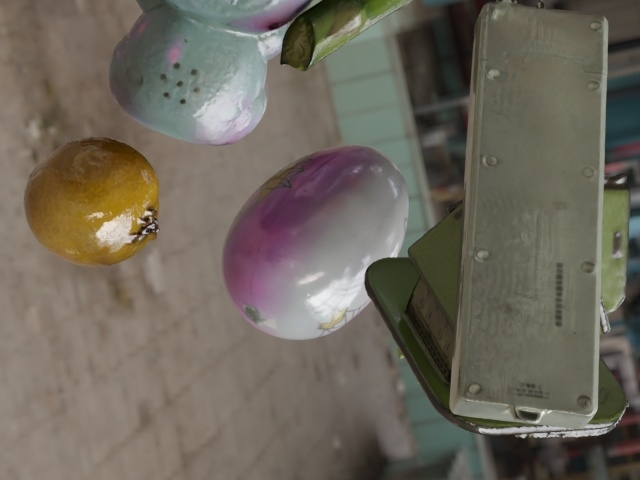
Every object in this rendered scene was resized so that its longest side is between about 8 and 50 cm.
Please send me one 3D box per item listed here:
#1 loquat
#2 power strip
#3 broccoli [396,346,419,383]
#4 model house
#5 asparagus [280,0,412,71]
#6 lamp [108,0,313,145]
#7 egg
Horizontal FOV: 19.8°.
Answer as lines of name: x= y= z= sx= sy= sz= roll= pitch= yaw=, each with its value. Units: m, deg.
loquat: x=-0.228 y=-0.038 z=1.849 sx=0.141 sy=0.141 sz=0.141 roll=-12 pitch=90 yaw=-78
power strip: x=0.163 y=-0.031 z=1.402 sx=0.043 sy=0.106 sz=0.367 roll=107 pitch=-10 yaw=-67
broccoli: x=0.221 y=0.116 z=2.621 sx=0.263 sy=0.247 sz=0.243 roll=37 pitch=22 yaw=-50
model house: x=0.193 y=-0.003 z=1.527 sx=0.218 sy=0.205 sz=0.278 roll=60 pitch=-42 yaw=40
asparagus: x=0.059 y=-0.269 z=2.005 sx=0.278 sy=0.067 sz=0.060 roll=-36 pitch=85 yaw=-36
lamp: x=-0.118 y=-0.256 z=1.970 sx=0.247 sy=0.247 sz=0.301 roll=-69 pitch=180 yaw=-67
egg: x=0.000 y=0.000 z=2.183 sx=0.271 sy=0.196 sz=0.196 roll=-38 pitch=120 yaw=-40
